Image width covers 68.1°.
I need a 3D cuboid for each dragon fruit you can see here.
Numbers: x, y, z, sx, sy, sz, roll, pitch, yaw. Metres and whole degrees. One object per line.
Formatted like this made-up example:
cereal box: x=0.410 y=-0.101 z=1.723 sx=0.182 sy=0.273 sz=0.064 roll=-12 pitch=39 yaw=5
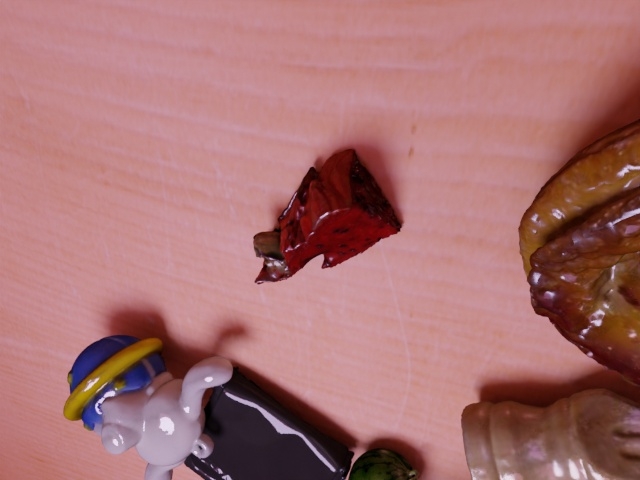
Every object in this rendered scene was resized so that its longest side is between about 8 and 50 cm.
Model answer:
dragon fruit: x=-0.008 y=-0.017 z=0.553 sx=0.192 sy=0.122 sz=0.092 roll=-42 pitch=56 yaw=38

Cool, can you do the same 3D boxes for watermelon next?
watermelon: x=0.093 y=0.349 z=0.680 sx=0.109 sy=0.109 sz=0.109 roll=10 pitch=120 yaw=18

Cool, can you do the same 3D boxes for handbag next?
handbag: x=-0.088 y=0.341 z=0.769 sx=0.246 sy=0.080 sz=0.223 roll=32 pitch=118 yaw=7

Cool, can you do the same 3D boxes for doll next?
doll: x=-0.266 y=0.234 z=0.708 sx=0.311 sy=0.159 sz=0.243 roll=-44 pitch=68 yaw=29

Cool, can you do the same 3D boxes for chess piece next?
chess piece: x=0.310 y=0.221 z=0.493 sx=0.300 sy=0.137 sz=0.137 roll=-21 pitch=107 yaw=31

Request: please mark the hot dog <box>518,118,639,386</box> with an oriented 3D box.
hot dog: x=0.335 y=-0.014 z=0.325 sx=0.387 sy=0.174 sz=0.267 roll=-31 pitch=104 yaw=32
